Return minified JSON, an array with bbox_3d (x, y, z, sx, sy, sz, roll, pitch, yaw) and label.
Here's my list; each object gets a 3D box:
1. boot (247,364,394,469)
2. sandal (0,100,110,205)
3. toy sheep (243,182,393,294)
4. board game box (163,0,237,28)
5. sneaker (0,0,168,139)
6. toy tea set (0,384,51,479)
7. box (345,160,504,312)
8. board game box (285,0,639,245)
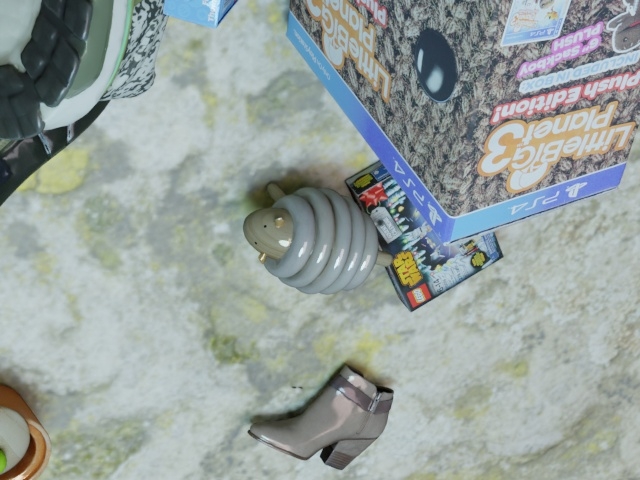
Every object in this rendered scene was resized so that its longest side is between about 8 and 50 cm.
[{"bbox_3d":[0.005,0.145,1.292,0.118,0.042,0.087,23,101,-36],"label":"boot"},{"bbox_3d":[-0.262,-0.059,1.009,0.303,0.086,0.120,-38,127,-19],"label":"sandal"},{"bbox_3d":[0.000,0.000,1.164,0.132,0.091,0.091,8,115,-30],"label":"toy sheep"},{"bbox_3d":[-0.041,-0.239,0.928,0.039,0.211,0.160,14,117,6],"label":"board game box"},{"bbox_3d":[-0.118,-0.261,0.935,0.182,0.158,0.410,-5,117,-66],"label":"sneaker"},{"bbox_3d":[-0.314,0.263,1.150,0.200,0.124,0.336,7,116,-29],"label":"toy tea set"},{"bbox_3d":[0.087,-0.016,1.234,0.094,0.027,0.137,-31,128,-5],"label":"box"},{"bbox_3d":[0.100,-0.189,0.955,0.141,0.232,0.291,-18,141,-22],"label":"board game box"}]
